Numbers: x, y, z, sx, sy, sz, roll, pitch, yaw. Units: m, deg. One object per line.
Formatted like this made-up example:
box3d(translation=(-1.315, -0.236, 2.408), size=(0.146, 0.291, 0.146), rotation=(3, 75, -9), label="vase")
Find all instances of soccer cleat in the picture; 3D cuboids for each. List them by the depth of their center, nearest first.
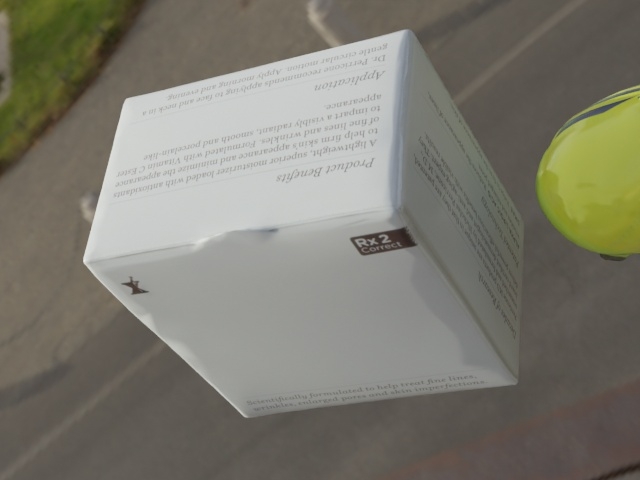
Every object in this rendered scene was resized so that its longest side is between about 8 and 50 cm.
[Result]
box3d(translation=(0.233, -0.077, 0.725), size=(0.093, 0.289, 0.121), rotation=(56, 147, 18), label="soccer cleat")

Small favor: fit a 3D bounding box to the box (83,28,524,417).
box3d(translation=(0.000, 0.000, 0.732), size=(0.181, 0.182, 0.119), rotation=(-10, 52, 25), label="box")
